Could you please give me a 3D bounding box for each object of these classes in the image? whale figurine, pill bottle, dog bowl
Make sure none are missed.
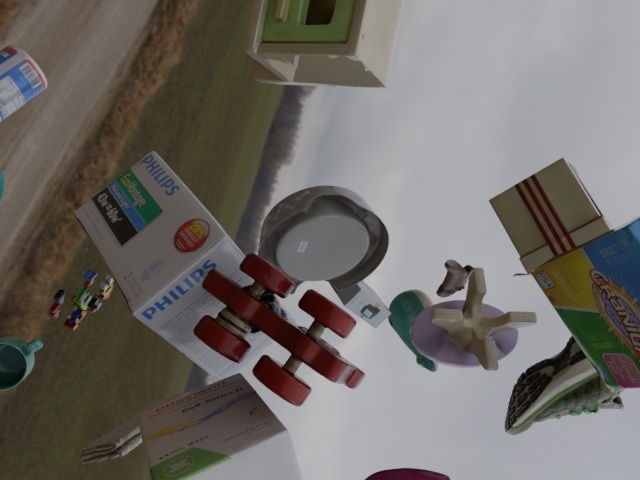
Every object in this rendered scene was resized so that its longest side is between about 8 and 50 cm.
[{"bbox_3d":[0.304,0.299,1.886,0.216,0.141,0.271,176,-98,-75],"label":"whale figurine"},{"bbox_3d":[-0.760,-0.341,1.334,0.221,0.124,0.124,-49,177,-27],"label":"pill bottle"},{"bbox_3d":[0.000,0.000,1.530,0.102,0.349,0.348,-106,-149,-43],"label":"dog bowl"}]

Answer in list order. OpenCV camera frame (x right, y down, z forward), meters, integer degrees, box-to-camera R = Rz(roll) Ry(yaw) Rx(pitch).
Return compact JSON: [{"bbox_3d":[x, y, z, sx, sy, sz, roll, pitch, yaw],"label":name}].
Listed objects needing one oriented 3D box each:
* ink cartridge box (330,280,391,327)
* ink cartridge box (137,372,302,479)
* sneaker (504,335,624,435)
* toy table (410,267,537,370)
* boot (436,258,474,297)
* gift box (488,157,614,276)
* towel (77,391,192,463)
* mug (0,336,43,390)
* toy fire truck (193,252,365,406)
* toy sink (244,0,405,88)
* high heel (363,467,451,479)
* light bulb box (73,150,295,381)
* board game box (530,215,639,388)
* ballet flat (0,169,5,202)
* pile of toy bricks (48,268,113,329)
[{"bbox_3d":[0.119,0.171,1.748,0.072,0.175,0.127,-44,-139,7],"label":"ink cartridge box"},{"bbox_3d":[-0.188,0.342,0.980,0.353,0.207,0.119,12,-61,67],"label":"ink cartridge box"},{"bbox_3d":[0.573,0.341,1.276,0.410,0.182,0.158,-54,177,36],"label":"sneaker"},{"bbox_3d":[0.375,0.212,1.421,0.161,0.275,0.252,102,-23,-63],"label":"toy table"},{"bbox_3d":[0.279,0.086,1.242,0.087,0.119,0.042,-53,-131,24],"label":"boot"},{"bbox_3d":[0.622,-0.033,1.561,0.276,0.255,0.258,-36,-110,30],"label":"gift box"},{"bbox_3d":[-0.474,0.490,1.514,0.187,0.049,0.282,-24,-177,36],"label":"towel"},{"bbox_3d":[-0.818,0.321,1.534,0.097,0.158,0.129,-158,-110,-79],"label":"mug"},{"bbox_3d":[-0.065,0.163,1.031,0.169,0.302,0.254,-56,161,-9],"label":"toy fire truck"},{"bbox_3d":[-0.018,-0.315,0.820,0.131,0.234,0.152,15,87,-62],"label":"toy sink"},{"bbox_3d":[0.083,0.561,1.106,0.181,0.378,0.127,-99,169,-48],"label":"high heel"},{"bbox_3d":[-0.289,0.062,1.259,0.225,0.358,0.361,-40,141,-8],"label":"light bulb box"},{"bbox_3d":[0.470,0.103,0.872,0.064,0.242,0.316,-29,168,-9],"label":"board game box"},{"bbox_3d":[-0.867,-0.067,1.460,0.087,0.083,0.247,-1,-106,56],"label":"ballet flat"},{"bbox_3d":[-0.717,0.190,1.729,0.212,0.118,0.105,-66,179,-47],"label":"pile of toy bricks"}]
